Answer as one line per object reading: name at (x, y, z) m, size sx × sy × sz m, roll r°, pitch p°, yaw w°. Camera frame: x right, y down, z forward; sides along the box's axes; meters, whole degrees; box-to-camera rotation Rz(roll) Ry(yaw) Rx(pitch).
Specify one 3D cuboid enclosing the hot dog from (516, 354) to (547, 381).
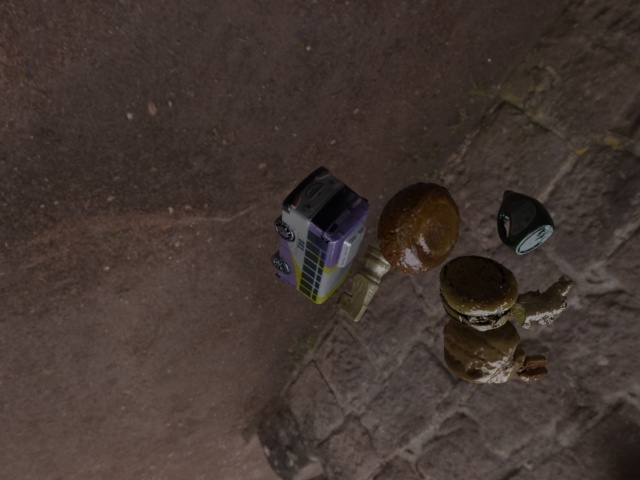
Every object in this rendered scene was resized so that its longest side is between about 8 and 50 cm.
hot dog at (0.731, 0.441, 1.740) m, size 0.235 × 0.062 × 0.092 m, roll 16°, pitch 79°, yaw -47°

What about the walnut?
walnut at (0.501, 0.333, 1.575) m, size 0.257 × 0.257 × 0.224 m, roll -39°, pitch 118°, yaw 4°

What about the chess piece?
chess piece at (0.178, 0.175, 2.013) m, size 0.301 × 0.137 × 0.137 m, roll -61°, pitch 147°, yaw -2°

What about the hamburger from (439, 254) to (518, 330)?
hamburger at (0.348, 0.104, 1.115) m, size 0.113 × 0.177 × 0.185 m, roll 64°, pitch 38°, yaw -41°

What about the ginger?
ginger at (0.755, 0.214, 1.680) m, size 0.213 × 0.137 × 0.074 m, roll -25°, pitch -167°, yaw 3°

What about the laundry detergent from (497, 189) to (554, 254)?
laundry detergent at (0.524, -0.062, 1.329) m, size 0.063 × 0.211 × 0.137 m, roll 27°, pitch 120°, yaw -24°

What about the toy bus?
toy bus at (0.000, 0.000, 1.624) m, size 0.209 × 0.249 × 0.440 m, roll -46°, pitch 162°, yaw -30°

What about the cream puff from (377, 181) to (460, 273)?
cream puff at (0.307, -0.039, 1.640) m, size 0.303 × 0.212 × 0.303 m, roll -6°, pitch 100°, yaw -38°
